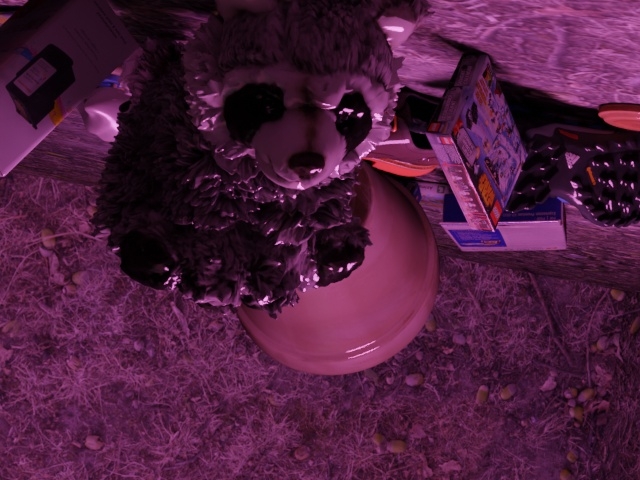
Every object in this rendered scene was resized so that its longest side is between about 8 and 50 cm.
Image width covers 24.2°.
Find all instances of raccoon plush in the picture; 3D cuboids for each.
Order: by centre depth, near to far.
[{"bbox_3d":[-0.088,-0.153,1.238,0.216,0.299,0.446,-6,-142,-33],"label":"raccoon plush"}]

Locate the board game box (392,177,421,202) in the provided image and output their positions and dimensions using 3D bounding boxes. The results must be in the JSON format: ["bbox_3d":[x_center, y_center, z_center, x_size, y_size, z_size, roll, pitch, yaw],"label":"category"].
[{"bbox_3d":[0.026,-0.036,2.316,0.194,0.194,0.060,25,164,20],"label":"board game box"}]

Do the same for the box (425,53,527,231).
[{"bbox_3d":[0.141,-0.086,1.328,0.027,0.094,0.137,7,146,31],"label":"box"}]

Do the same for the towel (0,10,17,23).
[{"bbox_3d":[-0.288,-0.217,1.467,0.083,0.009,0.060,6,174,38],"label":"towel"}]

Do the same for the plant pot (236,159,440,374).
[{"bbox_3d":[0.000,0.000,2.119,0.323,0.323,0.280,9,161,13],"label":"plant pot"}]

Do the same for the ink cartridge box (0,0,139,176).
[{"bbox_3d":[-0.264,-0.137,1.302,0.127,0.175,0.072,5,138,55],"label":"ink cartridge box"}]

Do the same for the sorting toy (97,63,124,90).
[{"bbox_3d":[-0.285,-0.183,1.717,0.274,0.046,0.132,11,176,-17],"label":"sorting toy"}]

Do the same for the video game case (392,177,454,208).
[{"bbox_3d":[0.188,-0.071,2.432,0.193,0.023,0.212,8,176,20],"label":"video game case"}]

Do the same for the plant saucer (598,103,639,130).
[{"bbox_3d":[0.312,-0.118,1.452,0.083,0.013,0.083,10,177,1],"label":"plant saucer"}]

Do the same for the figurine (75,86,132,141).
[{"bbox_3d":[-0.145,-0.129,1.593,0.209,0.092,0.215,3,-174,-36],"label":"figurine"}]

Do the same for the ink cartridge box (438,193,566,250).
[{"bbox_3d":[0.285,-0.030,2.281,0.175,0.069,0.371,-1,176,10],"label":"ink cartridge box"}]

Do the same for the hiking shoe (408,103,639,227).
[{"bbox_3d":[0.242,-0.094,1.536,0.304,0.113,0.132,7,-153,-41],"label":"hiking shoe"}]

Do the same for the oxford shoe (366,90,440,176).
[{"bbox_3d":[0.038,-0.128,1.527,0.271,0.097,0.098,3,166,-34],"label":"oxford shoe"}]
